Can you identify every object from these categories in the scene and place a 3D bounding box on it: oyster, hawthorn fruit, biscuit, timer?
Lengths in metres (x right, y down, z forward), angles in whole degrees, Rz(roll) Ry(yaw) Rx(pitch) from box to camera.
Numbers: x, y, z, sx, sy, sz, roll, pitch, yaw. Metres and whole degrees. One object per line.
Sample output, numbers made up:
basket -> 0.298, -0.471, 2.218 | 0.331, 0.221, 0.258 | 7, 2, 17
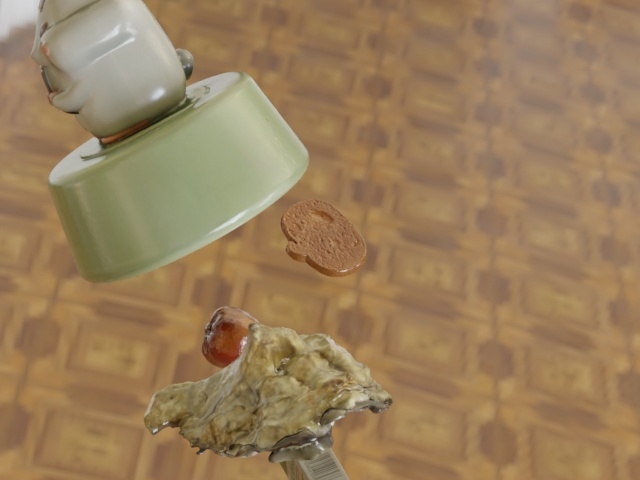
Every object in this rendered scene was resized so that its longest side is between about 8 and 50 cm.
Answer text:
oyster -> -0.048, 0.115, 1.428 | 0.191, 0.081, 0.163 | -22, 21, 9
hawthorn fruit -> -0.100, 0.128, 2.396 | 0.093, 0.081, 0.081 | 17, 27, -16
biscuit -> 0.000, 0.000, 1.825 | 0.078, 0.015, 0.091 | -24, 63, -31
timer -> -0.209, -0.152, 2.096 | 0.291, 0.315, 0.291 | -27, 14, 7

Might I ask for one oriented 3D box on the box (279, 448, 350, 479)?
box -> -0.015, 0.211, 1.871 | 0.041, 0.050, 0.207 | -18, 37, -15
